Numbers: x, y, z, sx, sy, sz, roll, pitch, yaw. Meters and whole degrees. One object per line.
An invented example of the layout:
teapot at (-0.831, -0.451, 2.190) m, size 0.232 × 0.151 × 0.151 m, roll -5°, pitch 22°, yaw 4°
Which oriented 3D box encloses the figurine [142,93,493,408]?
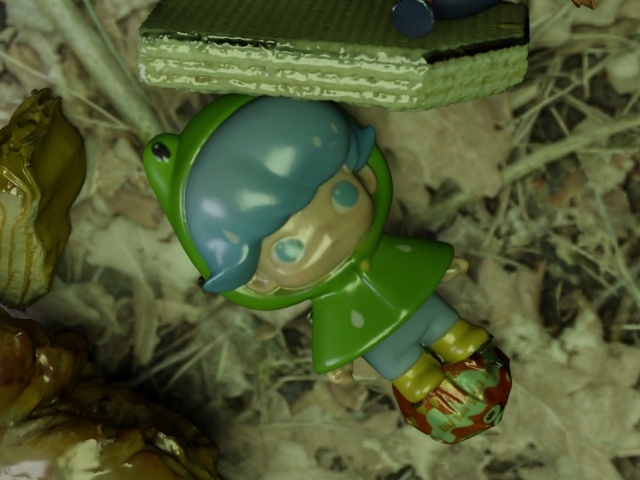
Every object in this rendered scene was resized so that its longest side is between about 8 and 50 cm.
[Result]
figurine at (0.000, 0.000, 1.029) m, size 0.162 × 0.143 × 0.263 m, roll -43°, pitch 94°, yaw -2°

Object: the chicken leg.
chicken leg at (-0.272, 0.158, 1.131) m, size 0.409 × 0.182 × 0.295 m, roll -10°, pitch 111°, yaw 27°

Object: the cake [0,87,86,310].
cake at (-0.221, -0.013, 1.081) m, size 0.080 × 0.116 × 0.185 m, roll 27°, pitch 106°, yaw -5°

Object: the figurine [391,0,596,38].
figurine at (0.115, -0.190, 0.955) m, size 0.195 × 0.111 × 0.102 m, roll -2°, pitch 109°, yaw -15°

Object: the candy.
candy at (0.018, 0.048, 1.103) m, size 0.288 × 0.078 × 0.084 m, roll 36°, pitch 113°, yaw 2°

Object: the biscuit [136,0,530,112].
biscuit at (0.015, -0.132, 0.988) m, size 0.252 × 0.150 × 0.052 m, roll 5°, pitch 117°, yaw 4°
